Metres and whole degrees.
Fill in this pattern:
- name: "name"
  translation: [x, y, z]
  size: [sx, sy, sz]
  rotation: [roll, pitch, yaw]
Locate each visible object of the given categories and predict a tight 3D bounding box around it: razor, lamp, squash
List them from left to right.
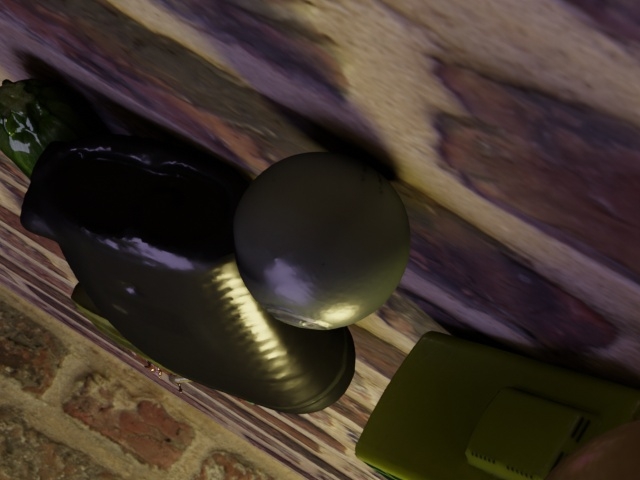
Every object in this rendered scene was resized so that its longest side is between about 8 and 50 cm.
- name: "squash"
  translation: [-0.206, -0.067, 1.094]
  size: [0.077, 0.068, 0.219]
  rotation: [35, 169, 27]
- name: "razor"
  translation: [-0.096, 0.042, 1.092]
  size: [0.204, 0.113, 0.349]
  rotation: [14, 160, 22]
- name: "lamp"
  translation: [0.000, 0.000, 0.768]
  size: [0.105, 0.105, 0.105]
  rotation: [31, 167, 8]

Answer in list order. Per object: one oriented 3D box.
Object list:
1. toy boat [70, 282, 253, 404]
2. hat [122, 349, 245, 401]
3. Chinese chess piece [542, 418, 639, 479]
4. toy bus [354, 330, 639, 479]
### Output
- name: "toy boat"
  translation: [-0.156, 0.074, 1.397]
  size: [0.276, 0.111, 0.084]
  rotation: [25, 159, 36]
- name: "hat"
  translation: [-0.155, 0.127, 1.600]
  size: [0.286, 0.107, 0.236]
  rotation: [32, 158, -16]
- name: "Chinese chess piece"
  translation: [0.222, 0.195, 0.717]
  size: [0.250, 0.097, 0.251]
  rotation: [6, 132, 7]
- name: "toy bus"
  translation: [0.153, 0.157, 0.925]
  size: [0.150, 0.128, 0.262]
  rotation: [40, 166, -28]
